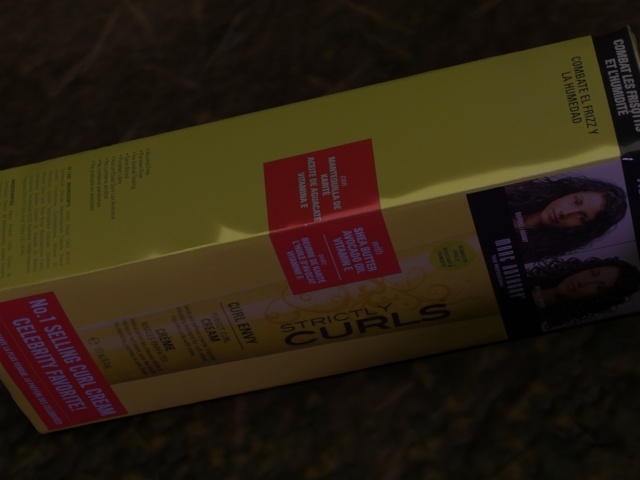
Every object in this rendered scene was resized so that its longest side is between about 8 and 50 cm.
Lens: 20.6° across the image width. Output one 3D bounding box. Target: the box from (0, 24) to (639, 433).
[{"bbox_3d":[0.000,0.000,0.590,0.232,0.087,0.058,-11,51,8],"label":"box"}]
